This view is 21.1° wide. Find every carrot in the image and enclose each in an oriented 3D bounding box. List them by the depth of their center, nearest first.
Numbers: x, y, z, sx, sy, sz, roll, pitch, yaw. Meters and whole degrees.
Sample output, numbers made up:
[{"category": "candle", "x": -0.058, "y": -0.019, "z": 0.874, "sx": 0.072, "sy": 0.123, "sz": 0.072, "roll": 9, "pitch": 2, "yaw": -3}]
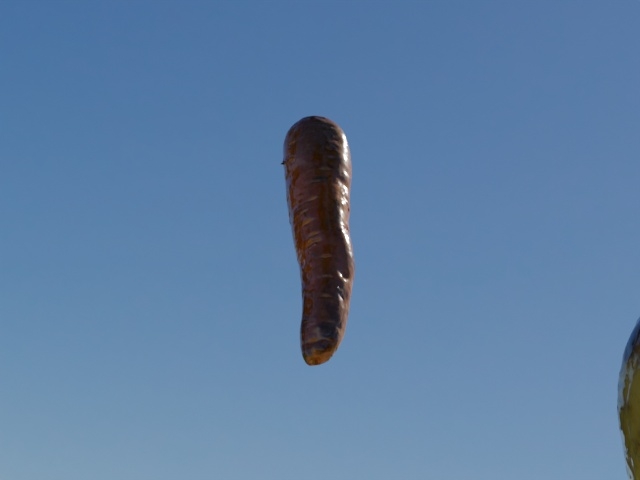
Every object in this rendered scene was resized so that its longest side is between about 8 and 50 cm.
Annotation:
[{"category": "carrot", "x": 0.000, "y": 0.000, "z": 1.098, "sx": 0.047, "sy": 0.191, "sz": 0.047, "roll": -2, "pitch": -35, "yaw": -2}]

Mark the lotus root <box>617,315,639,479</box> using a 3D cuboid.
[{"category": "lotus root", "x": 0.256, "y": 0.129, "z": 0.933, "sx": 0.173, "sy": 0.173, "sz": 0.309, "roll": 5, "pitch": -53, "yaw": 33}]
